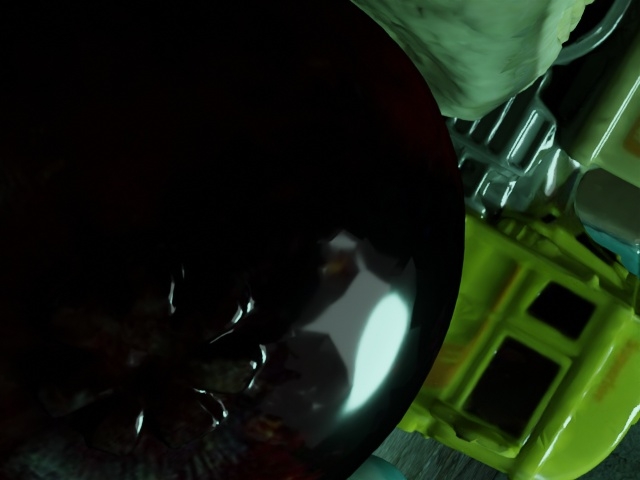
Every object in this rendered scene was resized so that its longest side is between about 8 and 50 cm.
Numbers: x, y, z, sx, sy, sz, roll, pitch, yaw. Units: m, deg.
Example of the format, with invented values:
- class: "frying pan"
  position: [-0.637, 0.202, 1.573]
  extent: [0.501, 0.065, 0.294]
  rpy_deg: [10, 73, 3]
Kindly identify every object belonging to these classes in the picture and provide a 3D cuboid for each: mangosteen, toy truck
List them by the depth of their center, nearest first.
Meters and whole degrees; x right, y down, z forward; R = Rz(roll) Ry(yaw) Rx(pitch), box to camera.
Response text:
- class: "mangosteen"
  position: [-0.050, -0.001, 0.422]
  extent: [0.200, 0.200, 0.200]
  rpy_deg: [-52, 163, -22]
- class: "toy truck"
  position: [0.166, -0.058, 0.797]
  extent: [0.405, 0.254, 0.180]
  rpy_deg: [-61, 168, 12]

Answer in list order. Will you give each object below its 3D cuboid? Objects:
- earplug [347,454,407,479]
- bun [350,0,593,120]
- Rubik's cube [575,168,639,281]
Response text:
- class: "earplug"
  position: [-0.015, 0.257, 1.022]
  extent: [0.185, 0.185, 0.324]
  rpy_deg: [-66, 170, 26]
- class: "bun"
  position: [0.047, -0.154, 0.429]
  extent: [0.244, 0.153, 0.244]
  rpy_deg: [-63, 176, -9]
- class: "Rubik's cube"
  position: [0.283, -0.045, 1.168]
  extent: [0.221, 0.224, 0.231]
  rpy_deg: [-56, 156, -17]
